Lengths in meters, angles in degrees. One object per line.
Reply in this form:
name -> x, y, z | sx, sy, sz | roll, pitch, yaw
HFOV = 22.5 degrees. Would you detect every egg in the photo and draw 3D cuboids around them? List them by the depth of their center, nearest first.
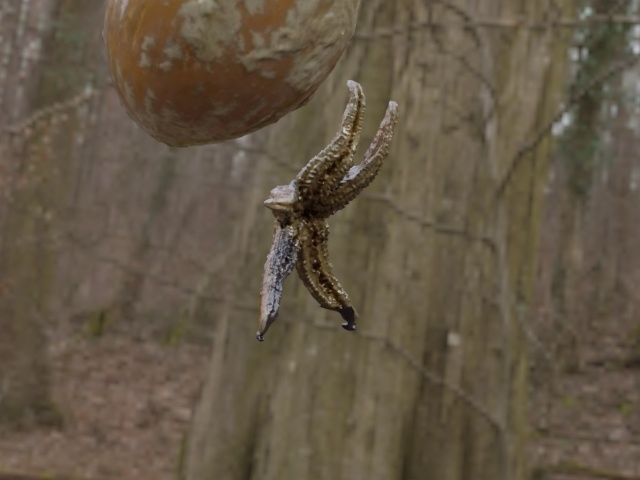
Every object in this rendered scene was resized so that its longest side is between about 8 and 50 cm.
egg -> -0.075, -0.188, 1.313 | 0.203, 0.245, 0.203 | 34, 10, -7

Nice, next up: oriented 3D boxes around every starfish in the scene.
starfish -> -0.006, -0.001, 0.810 | 0.041, 0.133, 0.130 | 24, -35, 28
